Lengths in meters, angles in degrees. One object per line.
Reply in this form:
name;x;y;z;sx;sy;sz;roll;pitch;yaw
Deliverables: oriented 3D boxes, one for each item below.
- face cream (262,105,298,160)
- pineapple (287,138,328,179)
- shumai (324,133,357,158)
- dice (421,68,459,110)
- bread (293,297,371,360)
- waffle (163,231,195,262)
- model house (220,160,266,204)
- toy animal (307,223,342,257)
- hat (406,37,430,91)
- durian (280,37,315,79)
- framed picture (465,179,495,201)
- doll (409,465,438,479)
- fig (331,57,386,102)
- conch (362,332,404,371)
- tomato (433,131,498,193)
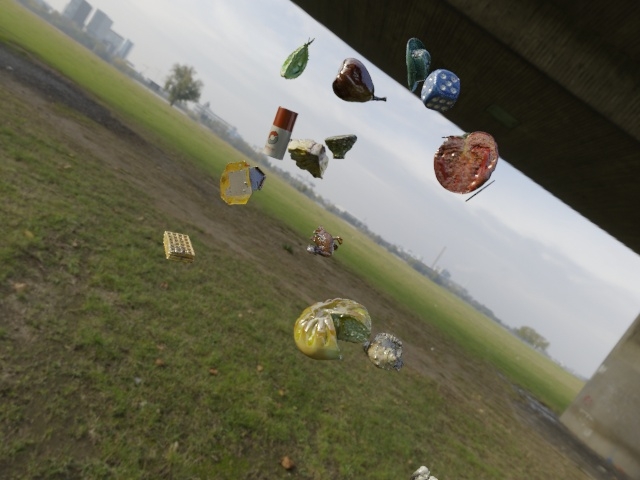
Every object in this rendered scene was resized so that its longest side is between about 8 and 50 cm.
face cream;-0.174;-0.468;1.783;0.095;0.214;0.096;20;15;-6
pineapple;-0.047;-0.392;1.906;0.236;0.115;0.186;30;-25;-33
shumai;0.079;-0.347;1.516;0.123;0.088;0.099;-7;16;1
dice;0.579;-0.724;1.975;0.142;0.147;0.146;9;-15;-13
bread;0.041;0.354;1.721;0.333;0.332;0.160;40;-31;56
waffle;-0.538;0.026;1.544;0.102;0.042;0.148;16;23;-35
model house;-0.378;-0.282;2.016;0.219;0.208;0.135;-5;5;35
toy animal;0.000;0.000;1.861;0.178;0.089;0.188;-4;53;-31
hat;0.369;-0.644;1.503;0.077;0.138;0.191;14;-34;30
durian;-0.094;-0.727;1.651;0.086;0.216;0.100;35;-12;-12
framed picture;0.794;-0.246;2.026;0.011;0.149;0.109;54;-35;8
doll;0.413;0.947;1.508;0.095;0.150;0.192;-21;41;-34
fig;0.175;-0.653;1.739;0.274;0.170;0.145;19;-7;-32
conch;0.266;0.480;1.739;0.178;0.162;0.245;60;-23;-11
tomato;0.690;-0.366;1.946;0.308;0.309;0.170;35;14;11
